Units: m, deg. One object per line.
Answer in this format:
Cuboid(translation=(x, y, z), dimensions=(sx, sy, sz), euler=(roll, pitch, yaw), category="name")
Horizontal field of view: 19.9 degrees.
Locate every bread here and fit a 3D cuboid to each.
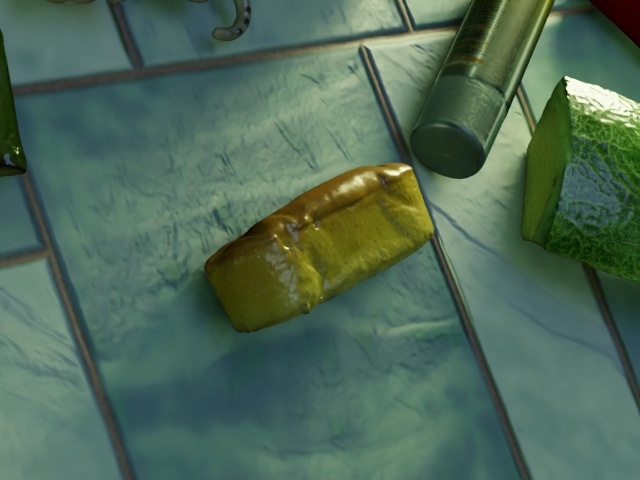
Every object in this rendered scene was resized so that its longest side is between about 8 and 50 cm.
Cuboid(translation=(0.000, 0.000, 1.632), dimensions=(0.245, 0.102, 0.094), euler=(-29, 97, -41), category="bread")

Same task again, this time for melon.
Cuboid(translation=(0.350, -0.022, 1.904), dimensions=(0.323, 0.124, 0.196), euler=(24, 65, -27), category="melon")

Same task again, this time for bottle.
Cuboid(translation=(0.171, -0.187, 1.858), dimensions=(0.082, 0.082, 0.286), euler=(40, 51, -18), category="bottle")

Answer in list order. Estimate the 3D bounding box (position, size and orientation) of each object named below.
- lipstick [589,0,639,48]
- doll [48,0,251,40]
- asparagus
Cuboid(translation=(0.389, -0.238, 2.058), dimensions=(0.241, 0.080, 0.080), euler=(41, 51, -18), category="lipstick")
Cuboid(translation=(-0.158, -0.268, 1.621), dimensions=(0.278, 0.119, 0.154), euler=(10, 66, -46), category="doll")
Cuboid(translation=(-0.277, -0.136, 1.507), dimensions=(0.045, 0.041, 0.178), euler=(-13, 75, 4), category="asparagus")
